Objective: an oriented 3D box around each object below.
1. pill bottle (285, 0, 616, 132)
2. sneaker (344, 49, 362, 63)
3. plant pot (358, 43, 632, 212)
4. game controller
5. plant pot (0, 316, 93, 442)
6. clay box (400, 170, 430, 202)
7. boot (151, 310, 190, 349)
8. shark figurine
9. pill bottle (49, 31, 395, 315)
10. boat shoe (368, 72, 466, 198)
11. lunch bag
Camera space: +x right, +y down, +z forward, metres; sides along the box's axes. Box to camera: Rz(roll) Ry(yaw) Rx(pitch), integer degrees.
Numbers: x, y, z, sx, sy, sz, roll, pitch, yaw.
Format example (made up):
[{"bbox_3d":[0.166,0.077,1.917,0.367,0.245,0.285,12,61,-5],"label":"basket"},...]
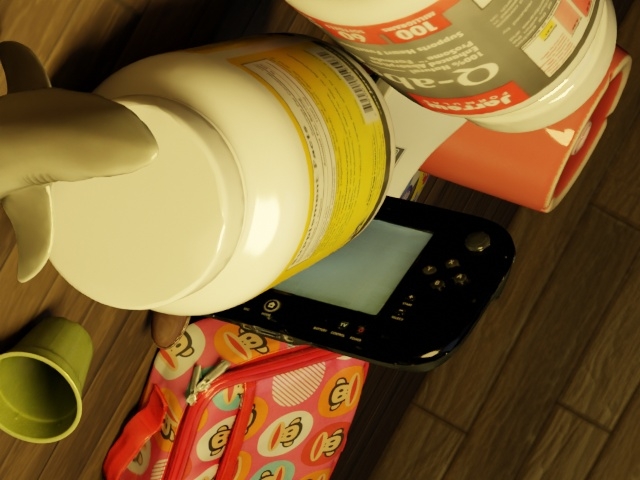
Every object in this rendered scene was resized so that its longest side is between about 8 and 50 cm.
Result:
[{"bbox_3d":[0.105,-0.216,1.569,0.210,0.210,0.363,-61,152,0],"label":"pill bottle"},{"bbox_3d":[0.089,-0.264,1.937,0.234,0.078,0.106,-54,169,-16],"label":"sneaker"},{"bbox_3d":[0.186,-0.168,2.150,0.275,0.243,0.275,-56,168,-19],"label":"plant pot"},{"bbox_3d":[-0.003,0.018,1.638,0.166,0.319,0.067,-46,139,-42],"label":"game controller"},{"bbox_3d":[-0.211,0.099,1.530,0.079,0.083,0.083,-66,178,-56],"label":"plant pot"},{"bbox_3d":[0.077,-0.060,2.404,0.127,0.053,0.222,-62,169,2],"label":"clay box"},{"bbox_3d":[-0.142,0.050,1.774,0.114,0.037,0.106,-6,111,-80],"label":"boot"},{"bbox_3d":[-0.232,-0.018,1.173,0.278,0.166,0.116,-47,148,22],"label":"shark figurine"},{"bbox_3d":[-0.076,-0.050,1.456,0.188,0.188,0.334,-65,167,17],"label":"pill bottle"},{"bbox_3d":[0.065,-0.121,1.931,0.108,0.102,0.301,16,119,-34],"label":"boat shoe"},{"bbox_3d":[-0.100,0.199,2.014,0.258,0.120,0.293,-13,136,-35],"label":"lunch bag"}]
